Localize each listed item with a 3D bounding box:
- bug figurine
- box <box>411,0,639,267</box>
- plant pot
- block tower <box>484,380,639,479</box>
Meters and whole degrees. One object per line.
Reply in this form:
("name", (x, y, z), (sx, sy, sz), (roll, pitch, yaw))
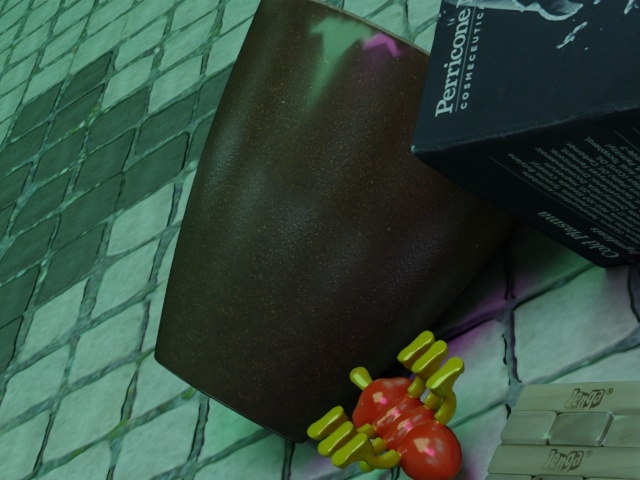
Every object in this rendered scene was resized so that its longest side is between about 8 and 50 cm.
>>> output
("bug figurine", (-0.009, 0.182, 0.787), (0.279, 0.072, 0.216), (-38, 33, -2))
("box", (0.242, -0.183, 0.770), (0.312, 0.179, 0.343), (-10, 61, 48))
("plant pot", (0.000, 0.000, 0.930), (0.230, 0.215, 0.215), (-60, 29, -4))
("block tower", (0.077, 0.216, 0.606), (0.091, 0.097, 0.335), (-8, 44, 48))
